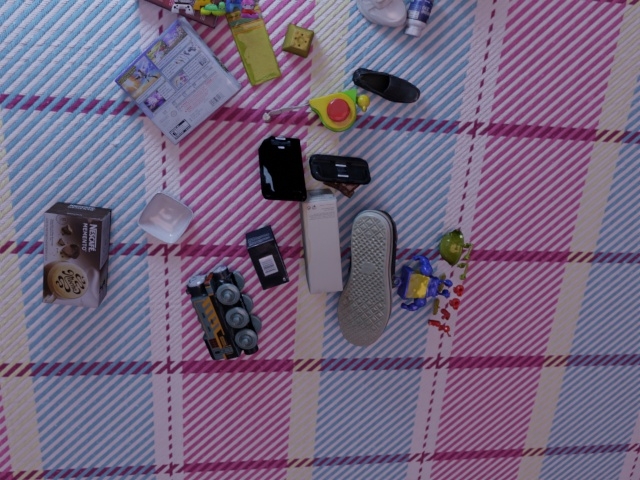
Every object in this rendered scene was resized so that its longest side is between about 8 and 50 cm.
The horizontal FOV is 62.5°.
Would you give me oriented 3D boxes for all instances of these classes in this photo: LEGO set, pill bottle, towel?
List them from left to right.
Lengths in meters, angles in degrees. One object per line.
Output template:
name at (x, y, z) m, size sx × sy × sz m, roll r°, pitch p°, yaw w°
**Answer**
LEGO set at (-0.280, -0.657, 1.405) m, size 0.227 × 0.087 × 0.093 m, roll 0°, pitch 125°, yaw -9°
towel at (-0.199, -0.586, 1.556) m, size 0.102 × 0.021 × 0.237 m, roll -20°, pitch 111°, yaw -1°
pill bottle at (0.292, -0.674, 1.575) m, size 0.067 × 0.067 × 0.120 m, roll 12°, pitch 107°, yaw -12°

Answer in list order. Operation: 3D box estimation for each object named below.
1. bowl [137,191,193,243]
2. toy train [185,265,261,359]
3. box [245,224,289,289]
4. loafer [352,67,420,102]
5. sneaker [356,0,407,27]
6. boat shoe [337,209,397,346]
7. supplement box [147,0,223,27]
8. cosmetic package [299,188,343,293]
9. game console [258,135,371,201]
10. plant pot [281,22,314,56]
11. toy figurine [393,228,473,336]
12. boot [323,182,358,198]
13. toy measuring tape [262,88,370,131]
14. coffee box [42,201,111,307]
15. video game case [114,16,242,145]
bowl at (-0.488, -0.076, 1.669) m, size 0.142 × 0.053 × 0.142 m, roll 33°, pitch 100°, yaw -17°
toy train at (-0.323, 0.250, 1.767) m, size 0.190 × 0.142 × 0.333 m, roll -15°, pitch 110°, yaw 7°
box at (-0.173, 0.053, 1.704) m, size 0.093 × 0.158 × 0.155 m, roll -19°, pitch 110°, yaw -2°
loafer at (0.207, -0.473, 1.625) m, size 0.223 × 0.078 × 0.076 m, roll 15°, pitch 106°, yaw -13°
sneaker at (0.139, -0.728, 1.490) m, size 0.114 × 0.152 × 0.305 m, roll -46°, pitch 110°, yaw 6°
boat shoe at (0.168, 0.127, 1.770) m, size 0.187 × 0.156 × 0.499 m, roll 11°, pitch 111°, yaw 19°
supplement box at (-0.390, -0.697, 1.461) m, size 0.240 × 0.073 × 0.130 m, roll 19°, pitch 105°, yaw -14°
cosmetic package at (0.000, 0.000, 1.714) m, size 0.113 × 0.160 × 0.309 m, roll -6°, pitch 108°, yaw -5°
game console at (-0.012, -0.214, 1.638) m, size 0.362 × 0.213 × 0.044 m, roll 2°, pitch 153°, yaw -18°
plant pot at (-0.063, -0.586, 1.543) m, size 0.082 × 0.083 × 0.081 m, roll 15°, pitch 106°, yaw -12°
toy figurine at (0.356, 0.136, 1.805) m, size 0.217 × 0.191 × 0.362 m, roll 8°, pitch 106°, yaw -6°
boot at (0.076, -0.207, 1.722) m, size 0.114 × 0.037 × 0.106 m, roll 31°, pitch 99°, yaw -12°
toy measuring tape at (-0.006, -0.373, 1.612) m, size 0.330 × 0.121 × 0.121 m, roll -14°, pitch 110°, yaw 4°
coffee box at (-0.753, 0.045, 1.634) m, size 0.168 × 0.119 × 0.297 m, roll 8°, pitch 107°, yaw -10°
video game case at (-0.407, -0.451, 1.518) m, size 0.270 × 0.061 × 0.244 m, roll -34°, pitch 112°, yaw 19°
